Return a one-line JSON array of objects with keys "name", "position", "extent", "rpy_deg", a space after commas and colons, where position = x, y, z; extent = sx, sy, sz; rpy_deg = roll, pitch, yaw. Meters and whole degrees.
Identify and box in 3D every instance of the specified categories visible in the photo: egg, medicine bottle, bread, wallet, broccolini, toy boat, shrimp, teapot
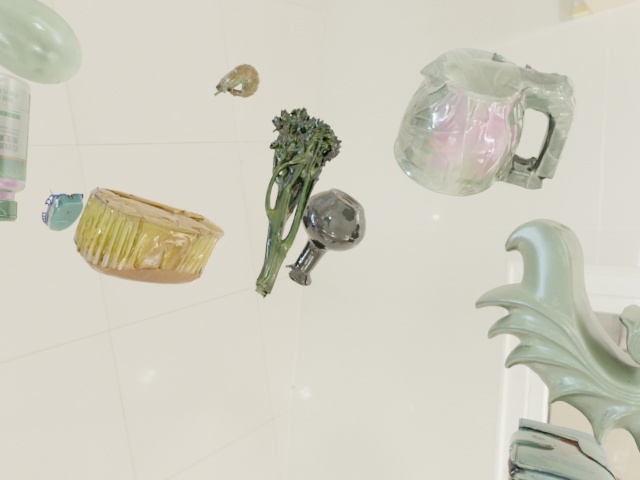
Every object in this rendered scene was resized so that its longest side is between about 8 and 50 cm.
[{"name": "egg", "position": [-0.705, -0.486, 1.055], "extent": [0.264, 0.182, 0.183], "rpy_deg": [28, 71, -58]}, {"name": "medicine bottle", "position": [-0.634, -0.174, 0.842], "extent": [0.133, 0.133, 0.274], "rpy_deg": [2, 94, -44]}, {"name": "bread", "position": [-0.363, 0.004, 0.953], "extent": [0.288, 0.204, 0.156], "rpy_deg": [12, 106, -47]}, {"name": "wallet", "position": [0.436, 0.408, 0.805], "extent": [0.250, 0.176, 0.075], "rpy_deg": [8, 90, -64]}, {"name": "broccolini", "position": [-0.035, -0.042, 0.454], "extent": [0.058, 0.073, 0.201], "rpy_deg": [39, 62, -56]}, {"name": "toy boat", "position": [-0.694, -0.091, 1.174], "extent": [0.091, 0.175, 0.110], "rpy_deg": [-10, 65, -50]}, {"name": "shrimp", "position": [-0.274, -0.509, 1.449], "extent": [0.099, 0.180, 0.041], "rpy_deg": [61, 29, -25]}, {"name": "teapot", "position": [0.218, -0.153, 0.604], "extent": [0.163, 0.221, 0.178], "rpy_deg": [-38, 155, -29]}]

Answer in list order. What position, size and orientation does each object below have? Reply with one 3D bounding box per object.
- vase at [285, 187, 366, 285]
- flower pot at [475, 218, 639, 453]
[{"name": "vase", "position": [0.000, 0.000, 0.788], "extent": [0.120, 0.120, 0.183], "rpy_deg": [14, 118, -44]}, {"name": "flower pot", "position": [0.446, 0.151, 0.739], "extent": [0.164, 0.367, 0.254], "rpy_deg": [-7, 129, -50]}]
